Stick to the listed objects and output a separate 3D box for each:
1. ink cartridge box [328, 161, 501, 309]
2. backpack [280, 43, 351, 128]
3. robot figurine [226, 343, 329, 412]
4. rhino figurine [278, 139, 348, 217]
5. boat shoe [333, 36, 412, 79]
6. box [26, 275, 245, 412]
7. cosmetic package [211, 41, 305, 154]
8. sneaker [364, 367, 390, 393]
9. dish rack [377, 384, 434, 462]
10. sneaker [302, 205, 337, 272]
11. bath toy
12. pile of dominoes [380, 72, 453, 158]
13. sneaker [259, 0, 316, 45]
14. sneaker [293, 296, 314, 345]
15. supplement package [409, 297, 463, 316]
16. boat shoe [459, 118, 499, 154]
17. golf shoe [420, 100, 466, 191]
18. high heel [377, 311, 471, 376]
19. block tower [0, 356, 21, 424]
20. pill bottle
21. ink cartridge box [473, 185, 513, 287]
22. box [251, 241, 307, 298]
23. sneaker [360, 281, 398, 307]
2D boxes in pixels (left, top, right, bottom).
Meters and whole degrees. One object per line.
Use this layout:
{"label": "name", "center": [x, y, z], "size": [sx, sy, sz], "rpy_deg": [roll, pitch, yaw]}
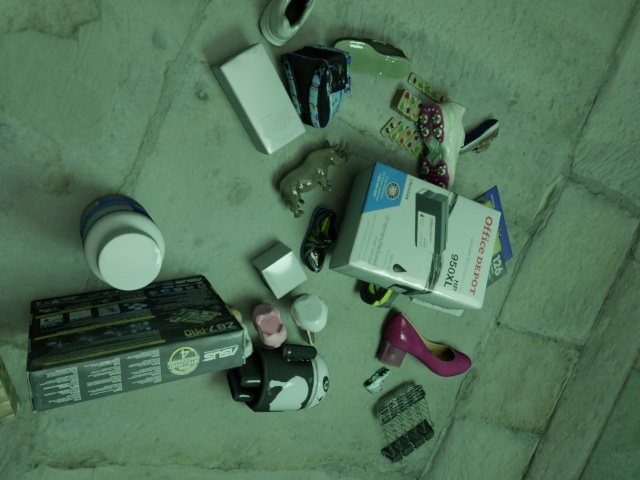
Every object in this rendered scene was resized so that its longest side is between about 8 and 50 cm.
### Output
{"label": "ink cartridge box", "center": [0.260, -0.001, 1.352], "size": [0.394, 0.166, 0.286], "rpy_deg": [19, 78, -15]}
{"label": "backpack", "center": [-0.005, -0.368, 1.203], "size": [0.117, 0.158, 0.173], "rpy_deg": [-35, 135, -36]}
{"label": "robot figurine", "center": [-0.109, 0.381, 1.367], "size": [0.278, 0.209, 0.174], "rpy_deg": [10, 69, -31]}
{"label": "rhino figurine", "center": [-0.011, -0.178, 1.305], "size": [0.243, 0.073, 0.106], "rpy_deg": [-44, 124, -12]}
{"label": "boat shoe", "center": [0.129, -0.480, 1.290], "size": [0.227, 0.069, 0.081], "rpy_deg": [7, 142, -26]}
{"label": "box", "center": [-0.397, 0.193, 1.066], "size": [0.394, 0.318, 0.097], "rpy_deg": [-7, 109, -28]}
{"label": "cosmetic package", "center": [-0.143, -0.331, 1.177], "size": [0.117, 0.085, 0.231], "rpy_deg": [-36, 118, -15]}
{"label": "sneaker", "center": [0.197, 0.471, 1.651], "size": [0.098, 0.038, 0.069], "rpy_deg": [-33, 121, -6]}
{"label": "dish rack", "center": [0.291, 0.626, 1.732], "size": [0.208, 0.074, 0.272], "rpy_deg": [-27, 115, -21]}
{"label": "sneaker", "center": [0.000, 0.000, 1.363], "size": [0.067, 0.078, 0.188], "rpy_deg": [7, 103, -30]}
{"label": "bath toy", "center": [-0.151, 0.227, 1.295], "size": [0.348, 0.151, 0.129], "rpy_deg": [-16, 152, -12]}
{"label": "pile of dominoes", "center": [0.307, -0.345, 1.446], "size": [0.251, 0.040, 0.196], "rpy_deg": [22, 94, -32]}
{"label": "sneaker", "center": [-0.033, -0.588, 1.128], "size": [0.111, 0.129, 0.297], "rpy_deg": [16, 96, -30]}
{"label": "sneaker", "center": [-0.029, 0.229, 1.434], "size": [0.065, 0.061, 0.158], "rpy_deg": [-24, 117, -28]}
{"label": "supplement package", "center": [0.370, 0.149, 1.564], "size": [0.179, 0.105, 0.105], "rpy_deg": [18, 113, -16]}
{"label": "boat shoe", "center": [0.492, -0.306, 1.545], "size": [0.183, 0.066, 0.066], "rpy_deg": [-34, 120, -16]}
{"label": "golf shoe", "center": [0.370, -0.254, 1.453], "size": [0.140, 0.115, 0.306], "rpy_deg": [-23, 124, -28]}
{"label": "high heel", "center": [0.376, 0.342, 1.646], "size": [0.377, 0.127, 0.181], "rpy_deg": [10, 111, -28]}
{"label": "block tower", "center": [-0.728, 0.244, 1.031], "size": [0.091, 0.097, 0.336], "rpy_deg": [-18, 115, -22]}
{"label": "pill bottle", "center": [-0.407, 0.003, 1.025], "size": [0.152, 0.272, 0.152], "rpy_deg": [-9, 110, -26]}
{"label": "ink cartridge box", "center": [0.533, 0.021, 1.673], "size": [0.307, 0.072, 0.304], "rpy_deg": [-31, 117, -14]}
{"label": "box", "center": [-0.109, 0.078, 1.322], "size": [0.102, 0.087, 0.101], "rpy_deg": [-34, 119, -15]}
{"label": "sneaker", "center": [0.232, 0.074, 1.515], "size": [0.300, 0.111, 0.121], "rpy_deg": [-56, 143, -4]}
